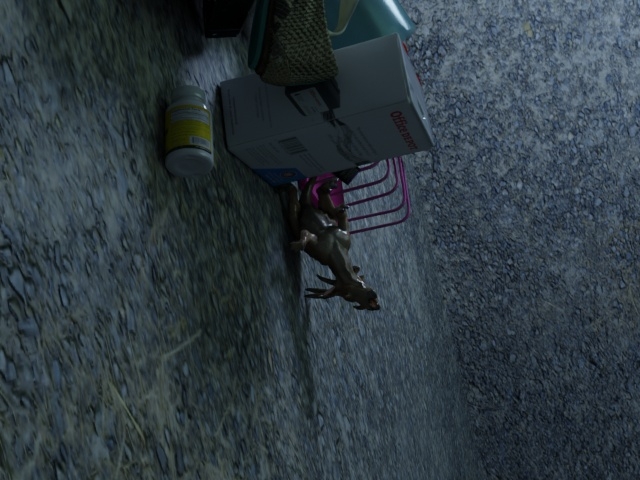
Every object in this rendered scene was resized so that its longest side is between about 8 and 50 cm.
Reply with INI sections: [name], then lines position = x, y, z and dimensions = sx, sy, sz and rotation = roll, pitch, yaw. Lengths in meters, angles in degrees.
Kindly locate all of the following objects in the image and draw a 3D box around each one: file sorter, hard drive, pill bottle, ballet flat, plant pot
[file sorter]
position = 0.078, -0.162, 1.884
dimensions = 0.290, 0.182, 0.202
rotation = 50, 30, -60
[hard drive]
position = -0.138, -0.440, 1.226
dimensions = 0.339, 0.064, 0.237
rotation = -173, -102, -80
[pill bottle]
position = -0.177, -0.148, 1.146
dimensions = 0.065, 0.065, 0.116
rotation = 52, 29, -59
[ballet flat]
position = -0.014, -0.475, 1.288
dimensions = 0.164, 0.182, 0.482
rotation = -149, -120, -75
[plant pot]
position = 0.007, -0.456, 1.710
dimensions = 0.235, 0.293, 0.293
rotation = 58, 20, -16

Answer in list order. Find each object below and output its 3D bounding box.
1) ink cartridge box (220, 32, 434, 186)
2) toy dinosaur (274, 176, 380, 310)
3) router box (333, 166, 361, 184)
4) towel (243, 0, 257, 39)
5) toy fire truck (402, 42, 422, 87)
[ink cartridge box]
position = 0.017, -0.211, 1.446
dimensions = 0.223, 0.307, 0.129
rotation = 39, 41, -68
[toy dinosaur]
position = 0.000, 0.000, 1.604
dimensions = 0.200, 0.127, 0.295
rotation = 76, -6, -49
[router box]
position = -0.014, -0.188, 1.642
dimensions = 0.179, 0.046, 0.133
rotation = 41, 3, 19
[towel]
position = -0.126, -0.463, 1.484
dimensions = 0.282, 0.049, 0.187
rotation = -179, -103, -81
[toy fire truck]
position = 0.107, -0.313, 1.985
dimensions = 0.302, 0.254, 0.169
rotation = 51, 28, -56
